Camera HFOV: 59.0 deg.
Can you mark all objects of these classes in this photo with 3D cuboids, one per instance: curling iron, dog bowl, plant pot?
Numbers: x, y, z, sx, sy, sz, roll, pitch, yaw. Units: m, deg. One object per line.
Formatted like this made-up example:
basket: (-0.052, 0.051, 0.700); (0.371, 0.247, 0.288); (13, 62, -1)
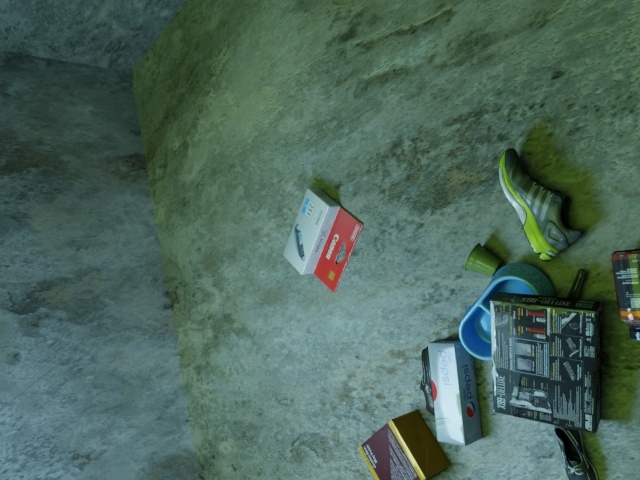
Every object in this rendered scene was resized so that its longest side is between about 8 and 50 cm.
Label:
curling iron: (0.615, 0.201, 1.395); (0.068, 0.035, 0.274); (19, 107, 41)
dog bowl: (0.476, 0.197, 1.486); (0.166, 0.074, 0.297); (41, 123, 19)
plant pot: (0.449, 0.062, 1.545); (0.079, 0.083, 0.083); (32, 116, 28)

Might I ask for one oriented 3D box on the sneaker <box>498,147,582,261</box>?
sneaker: (0.548, -0.105, 1.414); (0.121, 0.111, 0.300); (-32, 75, 33)

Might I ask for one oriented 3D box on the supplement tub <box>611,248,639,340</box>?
supplement tub: (0.705, 0.117, 1.240); (0.106, 0.106, 0.198); (-8, 87, 48)

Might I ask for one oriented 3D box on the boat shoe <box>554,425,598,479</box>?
boat shoe: (0.619, 0.543, 1.389); (0.075, 0.065, 0.206); (-23, 76, 46)

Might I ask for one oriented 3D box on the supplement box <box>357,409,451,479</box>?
supplement box: (0.254, 0.666, 1.748); (0.194, 0.129, 0.191); (-54, 55, 35)

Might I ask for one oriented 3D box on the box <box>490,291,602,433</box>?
box: (0.544, 0.290, 1.372); (0.242, 0.076, 0.307); (2, 104, 34)

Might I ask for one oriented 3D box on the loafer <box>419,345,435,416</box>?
loafer: (0.326, 0.421, 1.690); (0.078, 0.080, 0.220); (-9, 86, 47)

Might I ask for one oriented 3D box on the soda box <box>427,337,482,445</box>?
soda box: (0.384, 0.428, 1.620); (0.098, 0.091, 0.286); (-8, 86, 48)

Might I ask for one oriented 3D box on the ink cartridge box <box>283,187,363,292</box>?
ink cartridge box: (0.000, 0.000, 2.034); (0.261, 0.066, 0.296); (43, 122, 39)
